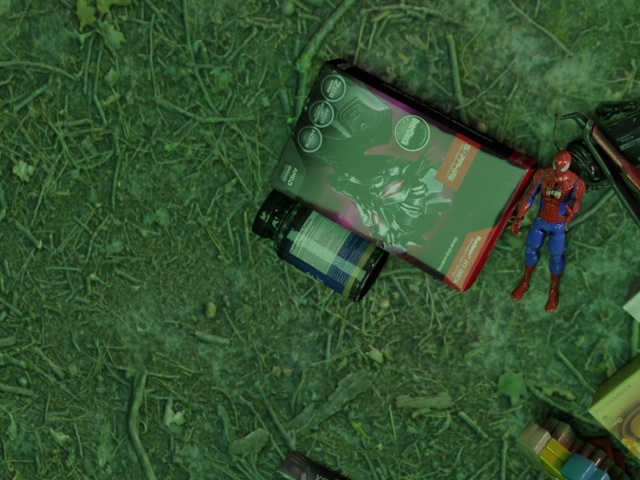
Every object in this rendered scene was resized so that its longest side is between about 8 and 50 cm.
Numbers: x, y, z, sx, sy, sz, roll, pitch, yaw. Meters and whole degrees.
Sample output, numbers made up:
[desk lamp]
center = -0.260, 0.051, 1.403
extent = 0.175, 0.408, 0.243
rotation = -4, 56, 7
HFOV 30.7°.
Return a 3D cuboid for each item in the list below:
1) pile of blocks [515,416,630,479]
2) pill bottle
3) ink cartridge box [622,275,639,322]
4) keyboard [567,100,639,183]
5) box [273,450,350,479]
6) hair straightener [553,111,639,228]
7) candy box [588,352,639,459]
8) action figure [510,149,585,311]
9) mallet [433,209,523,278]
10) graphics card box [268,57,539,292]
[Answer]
[pile of blocks]
center = 0.492, 0.407, 1.923
extent = 0.362, 0.112, 0.149
rotation = 42, 162, -4
[pill bottle]
center = 0.000, 0.000, 1.965
extent = 0.219, 0.123, 0.122
rotation = 31, 121, 9
[ink cartridge box]
center = 0.535, 0.081, 1.779
extent = 0.090, 0.092, 0.143
rotation = 43, 122, 2
[keyboard]
center = 0.462, -0.164, 1.746
extent = 0.180, 0.023, 0.108
rotation = -24, 107, 30
[box]
center = -0.005, 0.590, 2.258
extent = 0.243, 0.076, 0.307
rotation = 25, 120, 13
[hair straightener]
center = 0.421, -0.100, 1.755
extent = 0.230, 0.047, 0.089
rotation = 46, 124, -7
[candy box]
center = 0.596, 0.223, 1.817
extent = 0.183, 0.087, 0.316
rotation = 43, 122, 1
[action figure]
center = 0.339, -0.001, 1.782
extent = 0.092, 0.139, 0.280
rotation = 18, 125, 20
[mallet]
center = 0.242, -0.008, 1.909
extent = 0.190, 0.039, 0.062
rotation = -38, 92, 27
[graphics card box]
center = 0.128, -0.107, 1.858
extent = 0.371, 0.094, 0.232
rotation = 30, 111, 11
